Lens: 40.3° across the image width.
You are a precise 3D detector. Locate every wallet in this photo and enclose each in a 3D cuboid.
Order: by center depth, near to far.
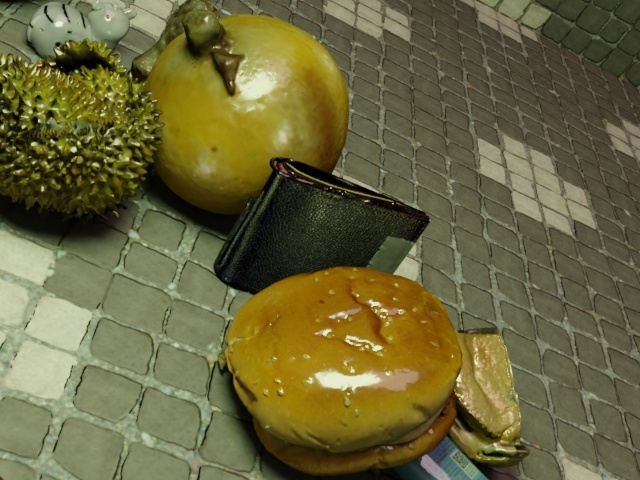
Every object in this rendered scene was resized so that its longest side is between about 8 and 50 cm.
[{"bbox_3d":[0.000,0.000,1.305,0.262,0.220,0.071,18,33,-20],"label":"wallet"}]

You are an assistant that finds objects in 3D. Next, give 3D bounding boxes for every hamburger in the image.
[{"bbox_3d":[0.028,0.160,1.146,0.315,0.170,0.289,-8,37,-10],"label":"hamburger"},{"bbox_3d":[0.208,0.244,1.288,0.155,0.135,0.207,-5,63,-22],"label":"hamburger"}]

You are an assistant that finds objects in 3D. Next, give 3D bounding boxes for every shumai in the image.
[{"bbox_3d":[-0.253,-0.319,1.535,0.176,0.206,0.166,-19,65,-25],"label":"shumai"}]

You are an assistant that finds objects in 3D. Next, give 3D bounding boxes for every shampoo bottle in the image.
[{"bbox_3d":[0.167,0.322,1.191,0.258,0.061,0.104,46,39,16],"label":"shampoo bottle"}]

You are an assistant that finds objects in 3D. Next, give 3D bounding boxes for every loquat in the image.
[{"bbox_3d":[-0.128,-0.209,1.345,0.359,0.329,0.328,63,3,-52],"label":"loquat"}]

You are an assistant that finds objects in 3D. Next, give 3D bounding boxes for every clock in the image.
[{"bbox_3d":[-0.412,-0.368,1.504,0.176,0.117,0.080,0,47,-38],"label":"clock"}]

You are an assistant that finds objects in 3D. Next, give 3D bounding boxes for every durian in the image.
[{"bbox_3d":[-0.363,-0.152,1.200,0.293,0.258,0.258,34,34,18],"label":"durian"}]

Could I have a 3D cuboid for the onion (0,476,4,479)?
[{"bbox_3d":[-0.336,0.282,0.697,0.273,0.230,0.256,-2,47,-30],"label":"onion"}]
